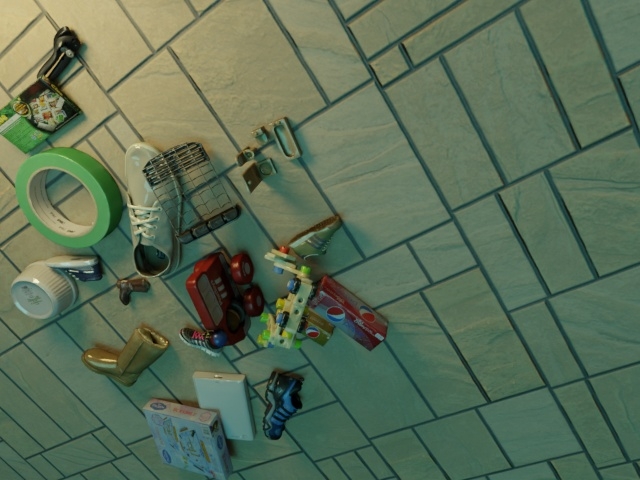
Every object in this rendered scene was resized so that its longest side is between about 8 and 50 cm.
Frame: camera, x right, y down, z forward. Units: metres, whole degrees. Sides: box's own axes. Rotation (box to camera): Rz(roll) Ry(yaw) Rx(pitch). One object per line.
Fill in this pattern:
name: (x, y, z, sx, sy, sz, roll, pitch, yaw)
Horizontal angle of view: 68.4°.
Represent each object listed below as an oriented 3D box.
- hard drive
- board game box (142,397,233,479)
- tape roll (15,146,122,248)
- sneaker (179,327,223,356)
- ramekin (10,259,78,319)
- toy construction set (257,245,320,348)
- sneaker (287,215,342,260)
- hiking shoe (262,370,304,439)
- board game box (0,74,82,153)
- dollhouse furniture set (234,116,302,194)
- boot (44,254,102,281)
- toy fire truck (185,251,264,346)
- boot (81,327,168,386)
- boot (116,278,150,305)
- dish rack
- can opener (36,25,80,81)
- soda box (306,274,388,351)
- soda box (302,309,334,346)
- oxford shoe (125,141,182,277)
hard drive: (-0.369, 0.643, 1.824, 0.203, 0.040, 0.307, 1, 116, 11)
board game box: (-0.528, 0.798, 1.889, 0.318, 0.066, 0.318, 4, 118, 21)
tape roll: (-0.799, -0.132, 1.500, 0.322, 0.077, 0.321, 4, 117, 9)
sneaker: (-0.415, 0.346, 1.671, 0.170, 0.063, 0.074, 31, 119, -10)
ramekin: (-0.992, 0.185, 1.680, 0.207, 0.109, 0.207, 5, 117, 10)
toy construction set: (-0.099, 0.183, 1.418, 0.151, 0.215, 0.327, 4, 93, -15)
sneaker: (0.000, 0.000, 1.413, 0.192, 0.064, 0.086, -26, 110, 27)
hiking shoe: (-0.135, 0.623, 1.724, 0.132, 0.113, 0.304, 9, 118, 8)
board game box: (-0.849, -0.368, 1.395, 0.260, 0.030, 0.136, -24, 131, 21)
dollhouse furniture set: (-0.146, -0.233, 1.288, 0.151, 0.123, 0.144, -17, 112, 19)
boot: (-0.855, 0.102, 1.631, 0.190, 0.069, 0.086, 0, 113, 10)
toy fire truck: (-0.306, 0.194, 1.462, 0.170, 0.254, 0.302, -9, 114, 16)
boot: (-0.729, 0.409, 1.757, 0.236, 0.089, 0.269, 33, 119, -18)
boot: (-0.648, 0.181, 1.652, 0.114, 0.037, 0.106, -3, 118, 8)
dish rack: (-0.378, -0.140, 1.375, 0.208, 0.074, 0.271, -28, 104, -8)
can opener: (-0.731, -0.506, 1.317, 0.059, 0.073, 0.186, 18, 132, -43)
soda box: (0.088, 0.229, 1.491, 0.263, 0.092, 0.083, 38, 120, -8)
soda box: (-0.047, 0.273, 1.560, 0.181, 0.058, 0.061, 32, 117, -5)
oxford shoe: (-0.518, -0.073, 1.444, 0.169, 0.130, 0.449, 8, 116, 10)
